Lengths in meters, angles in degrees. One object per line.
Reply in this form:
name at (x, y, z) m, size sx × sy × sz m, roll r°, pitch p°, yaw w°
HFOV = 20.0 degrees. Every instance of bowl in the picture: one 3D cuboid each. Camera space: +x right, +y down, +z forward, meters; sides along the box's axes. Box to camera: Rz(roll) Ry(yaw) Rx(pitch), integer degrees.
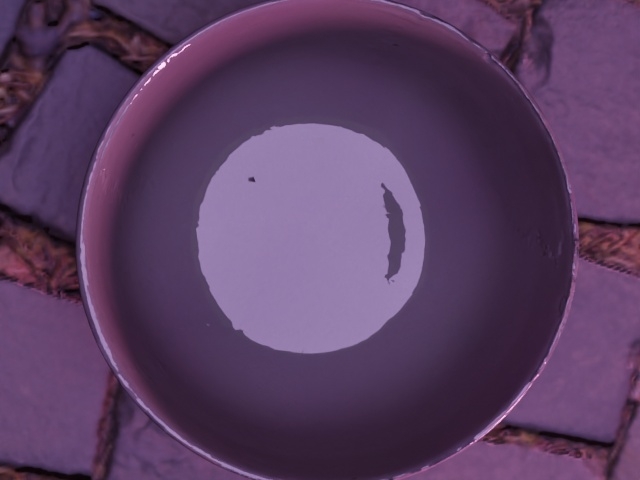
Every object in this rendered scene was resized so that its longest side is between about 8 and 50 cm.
bowl at (0.000, 0.000, 1.093) m, size 0.287 × 0.144 × 0.286 m, roll 0°, pitch 91°, yaw -5°
